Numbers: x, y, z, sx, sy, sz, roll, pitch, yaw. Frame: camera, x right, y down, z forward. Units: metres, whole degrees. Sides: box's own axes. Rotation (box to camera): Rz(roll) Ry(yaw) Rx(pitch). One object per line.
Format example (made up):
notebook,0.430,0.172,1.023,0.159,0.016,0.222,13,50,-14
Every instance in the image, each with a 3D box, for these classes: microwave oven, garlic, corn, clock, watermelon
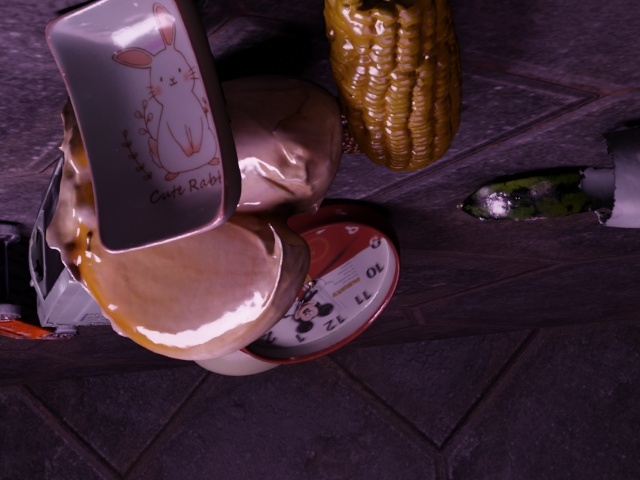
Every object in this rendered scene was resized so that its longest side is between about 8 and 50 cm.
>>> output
microwave oven,-0.235,-0.006,1.284,0.237,0.181,0.295,-1,166,-22
garlic,-0.112,-0.040,1.024,0.313,0.286,0.249,-1,150,24
corn,0.067,-0.153,0.928,0.120,0.121,0.363,-7,164,9
clock,-0.019,0.064,1.617,0.318,0.080,0.319,-18,136,-18
watermelon,0.327,-0.068,1.512,0.245,0.063,0.119,-9,-175,-6

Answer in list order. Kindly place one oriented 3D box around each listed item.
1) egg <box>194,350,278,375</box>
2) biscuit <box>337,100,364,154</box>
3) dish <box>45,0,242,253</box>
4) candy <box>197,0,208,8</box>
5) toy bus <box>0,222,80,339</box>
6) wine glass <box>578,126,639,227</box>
egg,-0.136,0.124,1.779,0.269,0.219,0.219,11,160,-34
biscuit,0.031,-0.129,1.200,0.236,0.026,0.131,-1,164,-22
dish,-0.137,-0.106,0.878,0.151,0.213,0.077,-14,-179,35
candy,-0.075,-0.215,0.801,0.055,0.049,0.184,30,163,-12
toy bus,-0.492,0.074,1.607,0.153,0.143,0.329,-7,168,7
wine glass,0.500,-0.085,1.315,0.321,0.143,0.143,-1,166,-9
